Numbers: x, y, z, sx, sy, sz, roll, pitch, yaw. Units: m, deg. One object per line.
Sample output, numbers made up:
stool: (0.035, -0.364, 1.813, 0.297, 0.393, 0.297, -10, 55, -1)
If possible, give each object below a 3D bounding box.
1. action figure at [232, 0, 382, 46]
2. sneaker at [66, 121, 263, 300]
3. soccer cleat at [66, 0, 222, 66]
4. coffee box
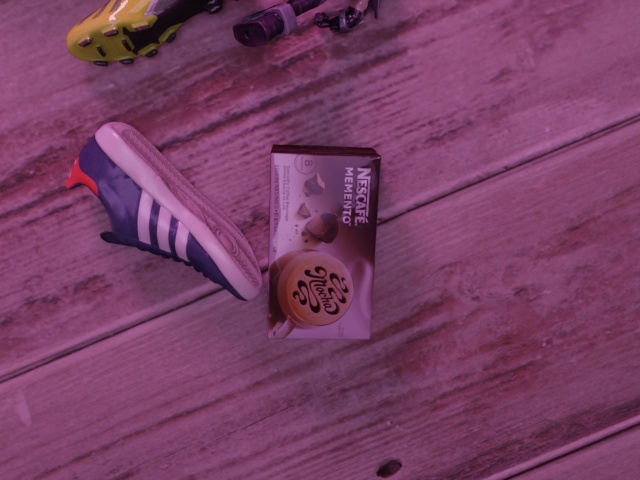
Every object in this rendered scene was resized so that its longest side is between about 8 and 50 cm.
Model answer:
action figure: (-0.007, -0.378, 0.892, 0.285, 0.099, 0.185, -30, 119, -26)
sneaker: (-0.246, -0.015, 0.979, 0.148, 0.131, 0.350, -41, 98, 12)
soccer cleat: (-0.250, -0.361, 0.921, 0.289, 0.093, 0.121, -27, 74, 6)
coffee box: (0.000, 0.000, 0.998, 0.168, 0.119, 0.296, 2, 104, -4)
